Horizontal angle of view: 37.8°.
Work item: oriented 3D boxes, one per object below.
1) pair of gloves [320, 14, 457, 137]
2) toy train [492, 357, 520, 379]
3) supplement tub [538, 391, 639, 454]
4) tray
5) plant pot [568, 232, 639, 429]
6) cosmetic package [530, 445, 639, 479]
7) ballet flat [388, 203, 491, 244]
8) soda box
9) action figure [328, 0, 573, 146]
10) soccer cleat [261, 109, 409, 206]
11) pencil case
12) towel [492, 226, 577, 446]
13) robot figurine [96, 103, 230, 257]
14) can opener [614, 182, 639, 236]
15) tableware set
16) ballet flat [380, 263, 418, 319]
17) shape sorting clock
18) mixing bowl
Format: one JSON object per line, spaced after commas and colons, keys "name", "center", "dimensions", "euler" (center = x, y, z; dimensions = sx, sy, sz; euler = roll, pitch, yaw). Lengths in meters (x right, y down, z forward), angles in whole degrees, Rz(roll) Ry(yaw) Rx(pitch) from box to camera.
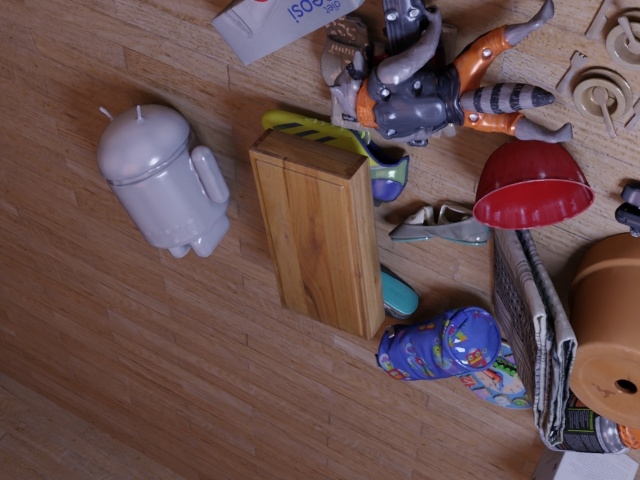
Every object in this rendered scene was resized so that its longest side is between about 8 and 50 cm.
{"name": "pair of gloves", "center": [0.115, -0.261, 1.480], "dimensions": [0.240, 0.042, 0.204], "euler": [9, 131, 26]}
{"name": "toy train", "center": [0.374, 0.255, 1.834], "dimensions": [0.083, 0.017, 0.024], "euler": [24, 144, 8]}
{"name": "supplement tub", "center": [0.519, 0.345, 1.775], "dimensions": [0.190, 0.117, 0.117], "euler": [-9, 126, 48]}
{"name": "tray", "center": [0.000, 0.000, 1.704], "dimensions": [0.202, 0.076, 0.411], "euler": [19, 142, 26]}
{"name": "plant pot", "center": [0.516, 0.161, 1.484], "dimensions": [0.290, 0.203, 0.291], "euler": [23, 143, 18]}
{"name": "cosmetic package", "center": [0.521, 0.507, 1.904], "dimensions": [0.151, 0.184, 0.151], "euler": [33, 145, 5]}
{"name": "ballet flat", "center": [0.210, -0.032, 1.662], "dimensions": [0.213, 0.072, 0.068], "euler": [3, 106, 43]}
{"name": "soda box", "center": [-0.042, -0.371, 1.449], "dimensions": [0.286, 0.091, 0.098], "euler": [-13, 122, 49]}
{"name": "action figure", "center": [0.163, -0.248, 1.310], "dimensions": [0.330, 0.179, 0.341], "euler": [-5, 128, 23]}
{"name": "soccer cleat", "center": [0.029, -0.172, 1.646], "dimensions": [0.289, 0.093, 0.121], "euler": [31, 121, 14]}
{"name": "pencil case", "center": [0.223, 0.204, 1.835], "dimensions": [0.133, 0.119, 0.306], "euler": [49, 154, -8]}
{"name": "towel", "center": [0.339, 0.136, 1.552], "dimensions": [0.056, 0.324, 0.312], "euler": [-11, 136, -2]}
{"name": "robot figurine", "center": [-0.316, -0.126, 1.886], "dimensions": [0.299, 0.200, 0.354], "euler": [-6, 128, 32]}
{"name": "can opener", "center": [0.528, -0.021, 1.384], "dimensions": [0.186, 0.059, 0.073], "euler": [25, 144, 18]}
{"name": "tableware set", "center": [0.403, -0.226, 1.270], "dimensions": [0.128, 0.039, 0.194], "euler": [31, 145, 9]}
{"name": "ballet flat", "center": [0.072, 0.065, 1.868], "dimensions": [0.280, 0.095, 0.096], "euler": [44, 157, -10]}
{"name": "shape sorting clock", "center": [0.362, 0.273, 1.897], "dimensions": [0.206, 0.040, 0.206], "euler": [24, 144, 19]}
{"name": "mixing bowl", "center": [0.316, -0.095, 1.422], "dimensions": [0.181, 0.098, 0.181], "euler": [-3, 157, -1]}
